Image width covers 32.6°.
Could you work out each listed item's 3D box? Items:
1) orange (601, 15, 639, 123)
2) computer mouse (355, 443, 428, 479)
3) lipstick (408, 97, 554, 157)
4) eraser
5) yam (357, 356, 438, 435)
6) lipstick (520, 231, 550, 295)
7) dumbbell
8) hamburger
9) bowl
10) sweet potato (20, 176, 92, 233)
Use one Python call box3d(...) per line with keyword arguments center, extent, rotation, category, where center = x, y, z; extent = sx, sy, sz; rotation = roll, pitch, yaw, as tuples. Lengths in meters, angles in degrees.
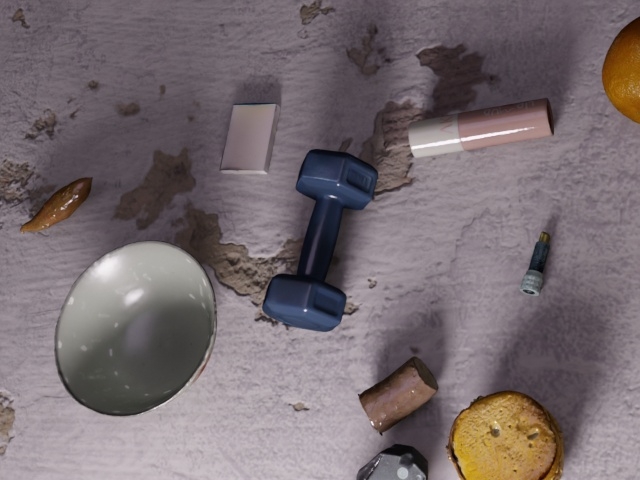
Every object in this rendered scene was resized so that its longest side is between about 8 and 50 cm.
box3d(center=(0.575, -0.290, 1.825), extent=(0.206, 0.206, 0.206), rotation=(-8, 67, 21), category="orange")
box3d(center=(0.108, 0.447, 1.813), extent=(0.126, 0.071, 0.231), rotation=(23, 91, 15), category="computer mouse")
box3d(center=(0.290, -0.203, 1.983), extent=(0.254, 0.070, 0.070), rotation=(-8, 67, 21), category="lipstick")
box3d(center=(-0.141, -0.204, 2.200), extent=(0.103, 0.023, 0.150), rotation=(2, 71, 25), category="eraser")
box3d(center=(0.132, 0.263, 1.867), extent=(0.127, 0.084, 0.084), rotation=(-38, 60, 10), category="yam")
box3d(center=(0.374, 0.037, 1.875), extent=(0.037, 0.037, 0.116), rotation=(11, 71, 27), category="lipstick")
box3d(center=(0.000, 0.000, 1.989), extent=(0.144, 0.160, 0.325), rotation=(15, 76, -4), category="dumbbell")
box3d(center=(0.292, 0.333, 1.747), extent=(0.191, 0.118, 0.182), rotation=(-6, 65, 18), category="hamburger")
box3d(center=(-0.314, 0.180, 2.049), extent=(0.337, 0.157, 0.337), rotation=(-8, 67, 20), category="bowl")
box3d(center=(-0.554, -0.071, 2.313), extent=(0.206, 0.060, 0.068), rotation=(-35, 23, 9), category="sweet potato")
